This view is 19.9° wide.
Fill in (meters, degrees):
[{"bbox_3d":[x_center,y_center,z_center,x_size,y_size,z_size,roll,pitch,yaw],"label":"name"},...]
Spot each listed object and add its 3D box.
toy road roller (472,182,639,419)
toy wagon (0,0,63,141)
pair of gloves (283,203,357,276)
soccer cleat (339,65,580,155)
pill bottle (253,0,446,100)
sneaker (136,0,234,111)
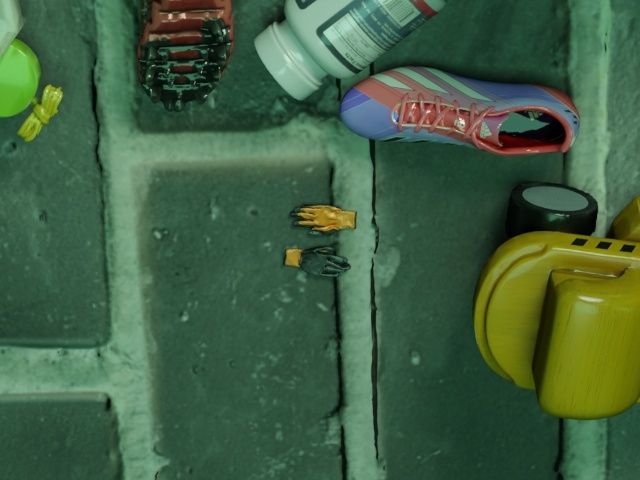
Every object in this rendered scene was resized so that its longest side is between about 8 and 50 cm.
[{"bbox_3d":[0.321,0.085,1.871,0.329,0.240,0.202,8,112,-1],"label":"toy road roller"},{"bbox_3d":[-0.417,-0.227,1.868,0.344,0.068,0.267,35,109,-12],"label":"toy wagon"},{"bbox_3d":[0.000,0.000,1.972,0.074,0.010,0.083,8,112,-1],"label":"pair of gloves"},{"bbox_3d":[0.143,-0.128,1.871,0.248,0.095,0.083,4,112,0],"label":"soccer cleat"},{"bbox_3d":[0.026,-0.226,1.830,0.180,0.108,0.108,-36,106,15],"label":"pill bottle"},{"bbox_3d":[-0.139,-0.259,1.831,0.098,0.135,0.276,-3,135,-10],"label":"sneaker"}]
